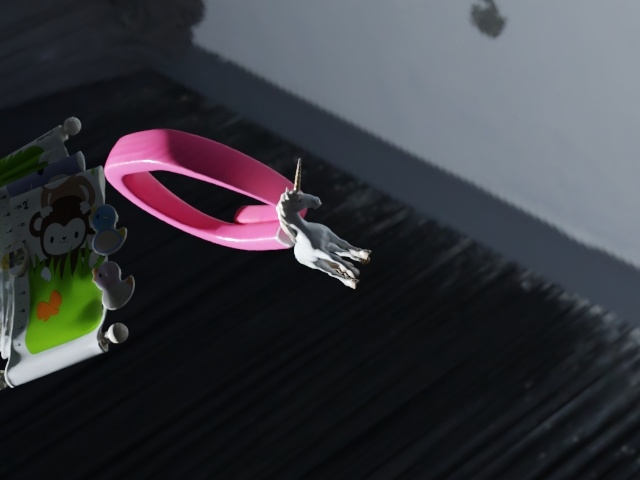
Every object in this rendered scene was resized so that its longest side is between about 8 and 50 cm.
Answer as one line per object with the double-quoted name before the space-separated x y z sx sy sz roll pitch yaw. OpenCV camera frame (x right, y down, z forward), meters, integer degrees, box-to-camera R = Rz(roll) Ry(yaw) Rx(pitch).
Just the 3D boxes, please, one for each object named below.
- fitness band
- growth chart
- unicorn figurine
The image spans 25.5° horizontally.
"fitness band" -0.136 -0.056 1.639 0.209 0.054 0.291 29 164 -25
"growth chart" -0.234 0.009 1.206 0.172 0.021 0.237 -31 58 25
"unicorn figurine" 0.000 0.000 1.522 0.111 0.060 0.162 29 151 6
